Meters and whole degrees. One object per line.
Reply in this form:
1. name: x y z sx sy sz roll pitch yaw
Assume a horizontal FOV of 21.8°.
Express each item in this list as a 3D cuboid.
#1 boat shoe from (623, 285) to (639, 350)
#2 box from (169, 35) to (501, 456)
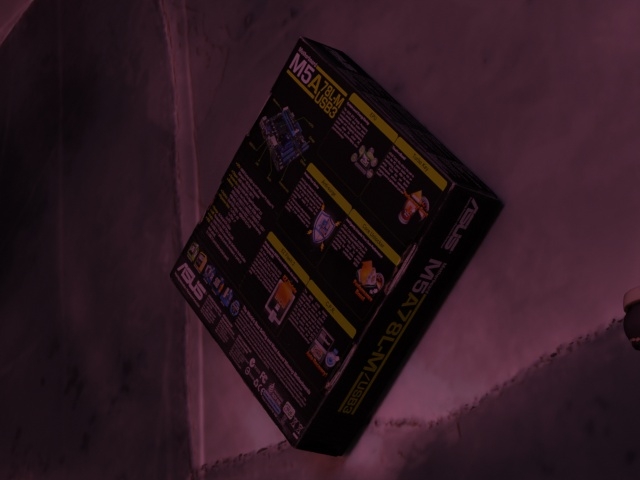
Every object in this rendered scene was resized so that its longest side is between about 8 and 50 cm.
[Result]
1. boat shoe: 0.201 0.059 0.659 0.206 0.075 0.065 10 83 46
2. box: 0.000 0.000 0.988 0.184 0.045 0.190 -58 41 15
